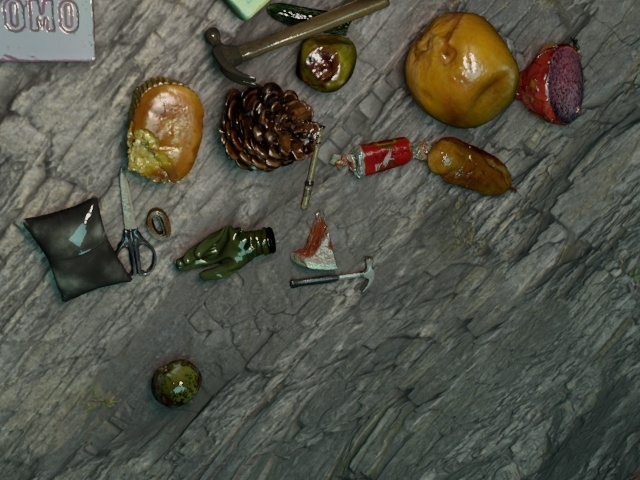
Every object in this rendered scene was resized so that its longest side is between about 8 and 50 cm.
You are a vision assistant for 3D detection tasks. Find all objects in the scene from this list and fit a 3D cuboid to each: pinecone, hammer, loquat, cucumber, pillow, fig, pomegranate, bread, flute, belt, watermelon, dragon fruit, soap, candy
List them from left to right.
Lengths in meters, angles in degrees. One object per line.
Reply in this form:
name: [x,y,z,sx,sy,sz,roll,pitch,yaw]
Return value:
soap: [-0.637,-0.530,1.616,0.296,0.107,0.285,-5,111,-16]
pillow: [-0.593,0.028,1.856,0.186,0.106,0.249,-19,118,-5]
belt: [-0.414,-0.041,1.924,0.059,0.036,0.083,-20,115,-8]
bread: [-0.370,-0.262,1.795,0.179,0.133,0.250,9,110,-25]
pomegranate: [-0.396,0.397,2.080,0.138,0.163,0.125,-38,79,-16]
pinecone: [-0.126,-0.274,1.808,0.224,0.273,0.224,2,86,-36]
hammer: [-0.042,-0.497,1.767,0.440,0.044,0.168,-25,76,-9]
cucumber: [-0.025,-0.541,1.832,0.215,0.052,0.058,5,83,-18]
flute: [-0.021,-0.191,1.992,0.027,0.027,0.232,6,110,-20]
watermelon: [0.015,0.016,2.054,0.121,0.098,0.158,26,98,-25]
fig: [0.018,-0.438,1.853,0.166,0.154,0.144,-38,106,-34]
hammer: [0.034,0.112,2.136,0.247,0.029,0.103,-9,113,-12]
candy: [0.166,-0.225,2.019,0.292,0.059,0.086,-13,114,-13]
loquat: [0.355,-0.425,1.892,0.284,0.276,0.276,9,110,-40]
bread: [0.437,-0.192,2.093,0.344,0.084,0.124,18,98,-33]
dragon fruit: [0.606,-0.421,2.046,0.218,0.148,0.223,-27,111,-40]

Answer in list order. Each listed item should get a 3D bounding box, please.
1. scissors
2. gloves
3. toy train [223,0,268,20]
scissors: [-0.484,-0.043,1.910,0.109,0.022,0.299,-11,113,-17]
gloves: [-0.247,0.028,1.965,0.268,0.107,0.135,-15,104,-7]
toy train: [-0.192,-0.692,1.664,0.253,0.160,0.397,-40,118,8]
